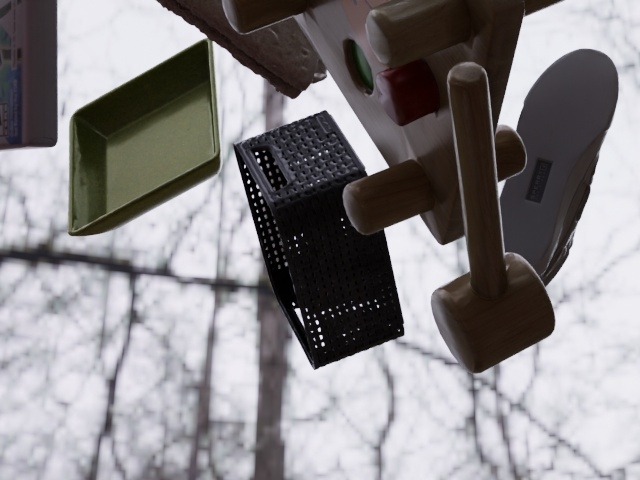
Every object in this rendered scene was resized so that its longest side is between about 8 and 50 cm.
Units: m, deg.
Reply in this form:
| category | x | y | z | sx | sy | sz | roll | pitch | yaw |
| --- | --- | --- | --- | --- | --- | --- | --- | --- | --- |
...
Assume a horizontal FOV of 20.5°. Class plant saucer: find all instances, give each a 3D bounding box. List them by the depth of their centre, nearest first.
| category | x | y | z | sx | sy | sz | roll | pitch | yaw |
| --- | --- | --- | --- | --- | --- | --- | --- | --- | --- |
| plant saucer | -0.173 | -0.097 | 1.829 | 0.188 | 0.188 | 0.045 | -26 | -47 | 19 |

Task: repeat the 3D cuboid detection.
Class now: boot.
| category | x | y | z | sx | sy | sz | roll | pitch | yaw |
| --- | --- | --- | --- | --- | --- | --- | --- | --- | --- |
| boot | 0.240 | -0.067 | 1.845 | 0.095 | 0.258 | 0.123 | 22 | -11 | 16 |

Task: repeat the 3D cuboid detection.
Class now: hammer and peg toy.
| category | x | y | z | sx | sy | sz | roll | pitch | yaw |
| --- | --- | --- | --- | --- | --- | --- | --- | --- | --- |
| hammer and peg toy | 0.066 | -0.120 | 1.090 | 0.127 | 0.361 | 0.266 | -23 | -28 | -16 |

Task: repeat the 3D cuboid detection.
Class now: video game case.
| category | x | y | z | sx | sy | sz | roll | pitch | yaw |
| --- | --- | --- | --- | --- | --- | --- | --- | --- | --- |
| video game case | -0.330 | -0.243 | 1.617 | 0.036 | 0.329 | 0.300 | -1 | 1 | -39 |

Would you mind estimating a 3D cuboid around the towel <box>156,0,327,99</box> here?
| category | x | y | z | sx | sy | sz | roll | pitch | yaw |
| --- | --- | --- | --- | --- | --- | --- | --- | --- | --- |
| towel | -0.086 | -0.268 | 1.558 | 0.282 | 0.187 | 0.049 | 33 | -31 | -23 |

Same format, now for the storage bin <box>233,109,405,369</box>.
| category | x | y | z | sx | sy | sz | roll | pitch | yaw |
| --- | --- | --- | --- | --- | --- | --- | --- | --- | --- |
| storage bin | 0.000 | 0.000 | 1.448 | 0.084 | 0.122 | 0.180 | -20 | -50 | -8 |
